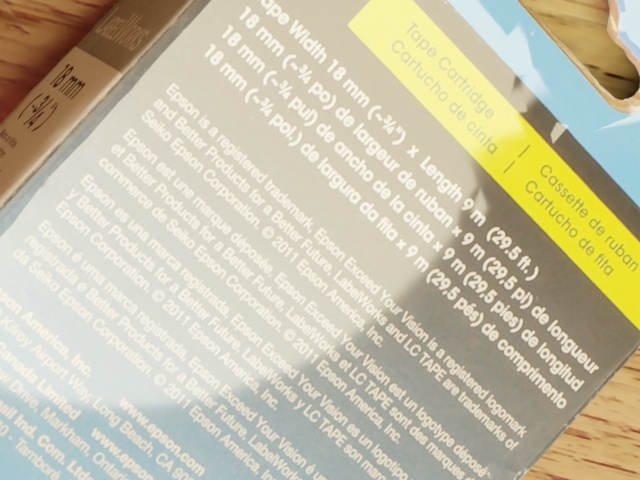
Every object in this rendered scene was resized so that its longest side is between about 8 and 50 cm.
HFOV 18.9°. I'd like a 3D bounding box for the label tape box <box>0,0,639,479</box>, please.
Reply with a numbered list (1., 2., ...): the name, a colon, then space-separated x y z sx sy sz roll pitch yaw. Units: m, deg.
1. label tape box: 0.000 0.000 0.788 0.334 0.106 0.240 -47 111 -4
